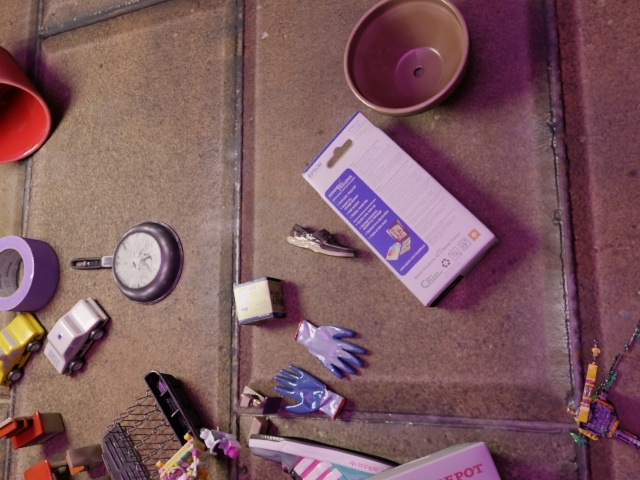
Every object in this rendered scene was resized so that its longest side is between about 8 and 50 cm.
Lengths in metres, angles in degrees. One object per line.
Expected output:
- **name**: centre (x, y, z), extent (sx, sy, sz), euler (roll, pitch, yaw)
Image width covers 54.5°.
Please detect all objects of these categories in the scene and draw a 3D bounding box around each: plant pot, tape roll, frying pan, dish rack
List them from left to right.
- **plant pot**: centre (-0.869, -0.375, 1.613), extent (0.275, 0.275, 0.243), euler (-41, 57, 14)
- **tape roll**: centre (-0.760, 0.086, 1.574), extent (0.189, 0.080, 0.188), euler (-5, 79, 25)
- **frying pan**: centre (-0.461, 0.027, 1.462), extent (0.326, 0.053, 0.197), euler (22, 91, 24)
- **dish rack**: centre (-0.371, 0.434, 1.334), extent (0.271, 0.074, 0.208), euler (-43, 66, 14)
- **plant pot**: centre (0.173, -0.339, 1.180), extent (0.238, 0.110, 0.237), euler (-4, 81, 25)

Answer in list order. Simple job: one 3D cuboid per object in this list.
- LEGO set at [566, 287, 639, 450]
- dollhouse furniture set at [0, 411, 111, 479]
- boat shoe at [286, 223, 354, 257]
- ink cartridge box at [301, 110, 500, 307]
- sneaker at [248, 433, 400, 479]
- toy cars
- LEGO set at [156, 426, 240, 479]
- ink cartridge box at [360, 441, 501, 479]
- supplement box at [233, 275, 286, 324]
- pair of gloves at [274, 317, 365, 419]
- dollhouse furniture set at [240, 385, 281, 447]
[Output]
- **LEGO set**: centre (0.513, 0.203, 0.881), extent (0.255, 0.192, 0.331), euler (38, 98, 26)
- **dollhouse furniture set**: centre (-0.640, 0.530, 1.411), extent (0.262, 0.135, 0.259), euler (-32, 69, 18)
- **boat shoe**: centre (0.000, 0.000, 1.237), extent (0.152, 0.056, 0.049), euler (14, 93, 27)
- **ink cartridge box**: centre (0.141, -0.065, 1.175), extent (0.175, 0.069, 0.371), euler (-48, 68, 12)
- **sneaker**: centre (-0.011, 0.462, 1.135), extent (0.296, 0.124, 0.178), euler (6, 75, 25)
- **toy cars**: centre (-0.687, 0.250, 1.507), extent (0.394, 0.087, 0.176), euler (-14, 76, 23)
- **LEGO set**: centre (-0.262, 0.498, 1.200), extent (0.286, 0.132, 0.107), euler (-66, 19, 14)
- **ink cartridge box**: centre (0.203, 0.499, 0.968), extent (0.223, 0.129, 0.307), euler (-17, 72, -10)
- **supplement box**: centre (-0.125, 0.125, 1.275), extent (0.083, 0.056, 0.083), euler (-16, 75, 22)
- **pair of gloves**: centre (-0.005, 0.255, 1.217), extent (0.159, 0.023, 0.198), euler (22, 91, 29)
- **dollhouse furniture set**: centre (-0.152, 0.352, 1.246), extent (0.081, 0.091, 0.114), euler (18, 93, 42)
